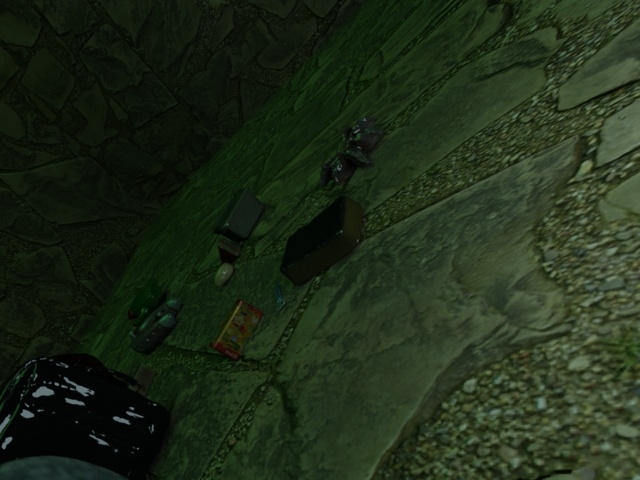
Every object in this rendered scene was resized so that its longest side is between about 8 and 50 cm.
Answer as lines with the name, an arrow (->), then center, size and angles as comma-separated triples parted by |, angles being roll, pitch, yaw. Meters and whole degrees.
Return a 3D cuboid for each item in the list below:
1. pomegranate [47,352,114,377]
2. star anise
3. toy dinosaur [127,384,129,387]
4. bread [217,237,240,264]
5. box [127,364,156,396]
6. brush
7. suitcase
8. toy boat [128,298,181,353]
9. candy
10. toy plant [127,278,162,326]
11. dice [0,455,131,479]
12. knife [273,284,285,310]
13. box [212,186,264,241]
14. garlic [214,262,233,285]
pomegranate -> -0.822, 0.512, 1.483 | 0.323, 0.291, 0.291 | -44, 23, 47
star anise -> 0.080, -0.224, 1.112 | 0.172, 0.063, 0.208 | 0, 56, 59
toy dinosaur -> -0.609, 0.501, 1.420 | 0.060, 0.029, 0.119 | -49, 24, 49
bread -> -0.281, 0.037, 1.421 | 0.062, 0.109, 0.043 | 1, 48, 7
box -> -0.525, 0.413, 1.342 | 0.024, 0.053, 0.083 | -26, 34, 47
brush -> 0.000, 0.000, 0.952 | 0.197, 0.059, 0.123 | -36, 30, 33
suitcase -> -0.539, 0.436, 0.980 | 0.188, 0.345, 0.339 | -27, 36, 51
toy boat -> -0.572, 0.289, 1.560 | 0.227, 0.085, 0.155 | -43, 26, 20
candy -> -0.187, 0.196, 1.017 | 0.038, 0.062, 0.122 | -6, 52, 61
toy plant -> -0.715, 0.267, 1.851 | 0.240, 0.088, 0.154 | -54, 38, 15
dice -> -0.372, 0.518, 0.580 | 0.330, 0.328, 0.348 | -56, 24, -7
knife -> -0.093, 0.123, 1.013 | 0.027, 0.010, 0.096 | -48, 24, 9
box -> -0.262, -0.077, 1.492 | 0.124, 0.093, 0.172 | -9, 49, 57
garlic -> -0.285, 0.094, 1.367 | 0.053, 0.041, 0.083 | -54, 12, 32
